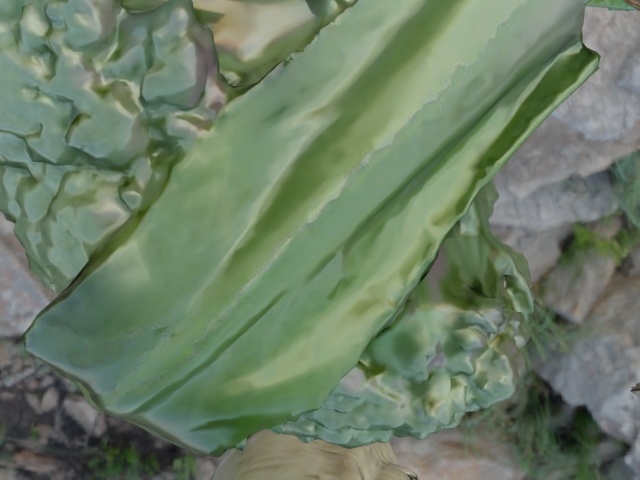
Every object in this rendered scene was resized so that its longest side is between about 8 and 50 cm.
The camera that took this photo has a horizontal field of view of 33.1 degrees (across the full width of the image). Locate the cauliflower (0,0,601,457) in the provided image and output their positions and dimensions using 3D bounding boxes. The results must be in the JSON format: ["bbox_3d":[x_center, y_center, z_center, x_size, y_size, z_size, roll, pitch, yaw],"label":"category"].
[{"bbox_3d":[0.005,-0.055,0.400,0.315,0.239,0.256,-36,80,16],"label":"cauliflower"}]

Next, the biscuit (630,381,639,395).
[{"bbox_3d":[0.437,0.091,1.123,0.016,0.231,0.139,57,152,-9],"label":"biscuit"}]

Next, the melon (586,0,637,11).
[{"bbox_3d":[0.269,-0.364,1.205,0.114,0.053,0.262,-24,102,5],"label":"melon"}]

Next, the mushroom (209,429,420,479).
[{"bbox_3d":[0.044,0.227,0.735,0.234,0.254,0.260,-22,158,8],"label":"mushroom"}]

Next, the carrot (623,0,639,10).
[{"bbox_3d":[0.196,-0.276,0.906,0.061,0.256,0.061,-33,152,-20],"label":"carrot"}]
